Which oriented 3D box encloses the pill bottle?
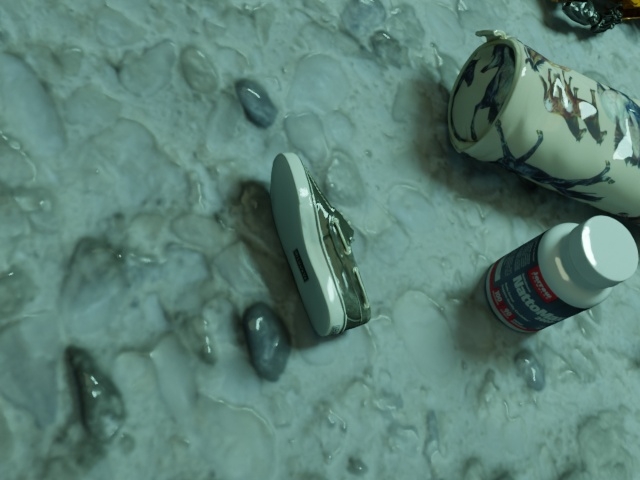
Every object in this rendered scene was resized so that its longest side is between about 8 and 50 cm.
[{"bbox_3d":[0.294,0.040,1.068,0.108,0.180,0.108,9,65,-21],"label":"pill bottle"}]

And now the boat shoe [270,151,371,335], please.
[{"bbox_3d":[0.000,0.000,1.017,0.070,0.078,0.219,-13,83,-28],"label":"boat shoe"}]

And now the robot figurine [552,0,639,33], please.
[{"bbox_3d":[0.471,-0.436,1.383,0.291,0.085,0.211,-9,102,-27],"label":"robot figurine"}]

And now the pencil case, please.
[{"bbox_3d":[0.374,-0.143,1.191,0.410,0.160,0.183,19,79,-16],"label":"pencil case"}]
